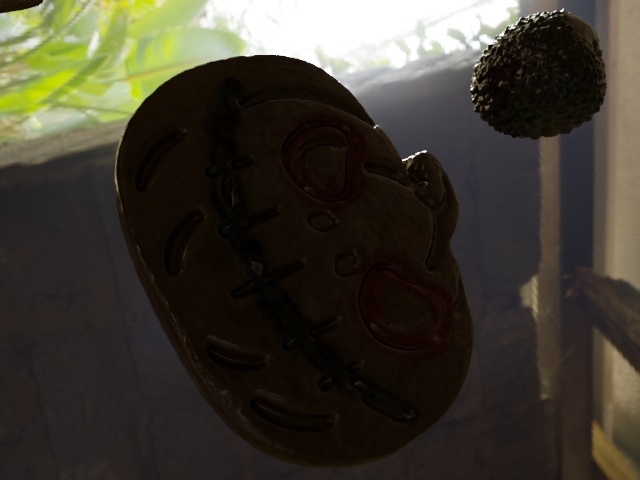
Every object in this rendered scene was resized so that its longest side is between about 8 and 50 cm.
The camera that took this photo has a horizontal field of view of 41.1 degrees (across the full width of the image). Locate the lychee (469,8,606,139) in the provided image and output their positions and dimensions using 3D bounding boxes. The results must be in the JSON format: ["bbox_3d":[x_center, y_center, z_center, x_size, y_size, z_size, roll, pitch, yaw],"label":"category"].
[{"bbox_3d":[0.268,-0.197,1.057,0.171,0.171,0.171,165,-90,-72],"label":"lychee"}]

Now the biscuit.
[{"bbox_3d":[0.001,-0.001,0.729,0.367,0.314,0.063,62,-30,10],"label":"biscuit"}]

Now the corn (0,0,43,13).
[{"bbox_3d":[-0.252,-0.185,0.650,0.028,0.083,0.027,71,20,-61],"label":"corn"}]
